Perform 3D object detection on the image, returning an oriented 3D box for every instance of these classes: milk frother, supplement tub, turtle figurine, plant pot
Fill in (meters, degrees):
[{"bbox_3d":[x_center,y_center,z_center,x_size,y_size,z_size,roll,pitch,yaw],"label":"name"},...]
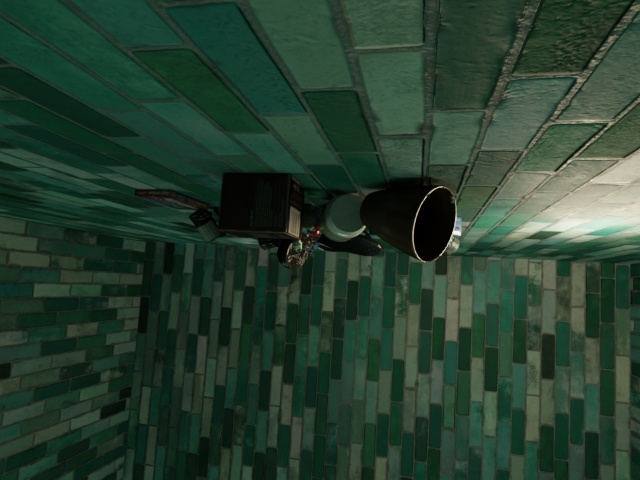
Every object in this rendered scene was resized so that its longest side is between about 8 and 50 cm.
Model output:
[{"bbox_3d":[-0.467,-0.061,1.906,0.129,0.134,0.143,-24,-161,18],"label":"milk frother"},{"bbox_3d":[0.077,-0.075,1.522,0.144,0.144,0.200,4,174,-7],"label":"supplement tub"},{"bbox_3d":[-0.067,-0.069,1.473,0.234,0.175,0.118,24,145,4],"label":"turtle figurine"},{"bbox_3d":[0.235,-0.068,1.335,0.230,0.215,0.215,18,-174,43],"label":"plant pot"}]

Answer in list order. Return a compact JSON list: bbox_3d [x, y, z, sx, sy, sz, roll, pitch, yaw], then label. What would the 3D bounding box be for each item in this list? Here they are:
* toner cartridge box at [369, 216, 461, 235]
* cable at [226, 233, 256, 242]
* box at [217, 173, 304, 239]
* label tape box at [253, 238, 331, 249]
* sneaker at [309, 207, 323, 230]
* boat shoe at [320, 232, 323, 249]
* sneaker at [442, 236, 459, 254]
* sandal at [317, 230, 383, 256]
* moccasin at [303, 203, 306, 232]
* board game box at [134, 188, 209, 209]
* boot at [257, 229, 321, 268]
[{"bbox_3d":[0.377,-0.056,1.881,0.165,0.075,0.348,6,174,-38],"label":"toner cartridge box"},{"bbox_3d":[-0.398,-0.031,2.568,0.257,0.089,0.257,3,175,3],"label":"cable"},{"bbox_3d":[-0.167,-0.095,1.348,0.203,0.167,0.168,3,175,12],"label":"box"},{"bbox_3d":[-0.139,0.015,2.303,0.334,0.106,0.240,22,180,17],"label":"label tape box"},{"bbox_3d":[0.030,-0.076,1.754,0.091,0.094,0.258,22,165,-25],"label":"sneaker"},{"bbox_3d":[-0.003,0.000,2.546,0.306,0.105,0.113,0,174,32],"label":"boat shoe"},{"bbox_3d":[0.477,-0.022,2.149,0.140,0.125,0.341,40,157,-31],"label":"sneaker"},{"bbox_3d":[0.132,-0.014,2.297,0.446,0.107,0.167,5,150,48],"label":"sandal"},{"bbox_3d":[-0.111,-0.070,1.709,0.117,0.137,0.342,-3,174,-4],"label":"moccasin"},{"bbox_3d":[-0.554,-0.152,1.753,0.145,0.027,0.281,1,174,15],"label":"board game box"},{"bbox_3d":[-0.164,0.004,1.942,0.260,0.131,0.348,0,-153,24],"label":"boot"}]
